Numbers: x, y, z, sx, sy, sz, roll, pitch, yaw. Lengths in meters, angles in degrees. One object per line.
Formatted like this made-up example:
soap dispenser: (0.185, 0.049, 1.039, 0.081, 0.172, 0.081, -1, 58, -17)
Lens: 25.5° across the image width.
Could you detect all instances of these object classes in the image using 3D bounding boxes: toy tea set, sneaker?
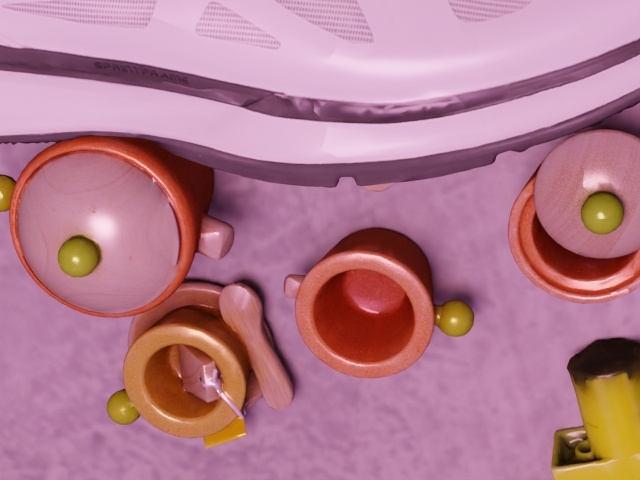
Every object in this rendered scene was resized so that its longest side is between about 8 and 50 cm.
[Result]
toy tea set: (0.000, 0.000, 0.698, 0.336, 0.124, 0.200, -21, 107, 20)
sneaker: (-0.050, -0.169, 0.570, 0.447, 0.169, 0.257, -1, 133, 12)

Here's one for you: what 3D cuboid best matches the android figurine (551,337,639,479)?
android figurine: (0.226, 0.174, 0.766, 0.248, 0.056, 0.273, -11, 108, 16)
